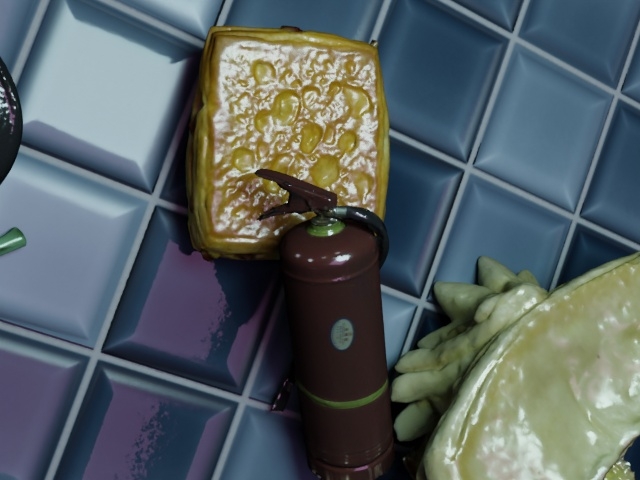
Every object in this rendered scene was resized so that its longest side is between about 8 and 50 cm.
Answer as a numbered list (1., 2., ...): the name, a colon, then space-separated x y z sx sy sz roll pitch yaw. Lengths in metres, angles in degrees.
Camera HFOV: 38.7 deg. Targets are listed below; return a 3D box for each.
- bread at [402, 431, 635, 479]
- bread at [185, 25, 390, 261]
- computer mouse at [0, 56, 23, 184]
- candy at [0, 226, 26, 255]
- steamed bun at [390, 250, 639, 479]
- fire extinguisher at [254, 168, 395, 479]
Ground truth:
1. bread: 0.230 0.282 1.039 0.260 0.134 0.129 21 64 18
2. bread: -0.034 -0.097 0.933 0.210 0.099 0.235 -1 97 -19
3. computer mouse: -0.302 -0.131 0.818 0.057 0.099 0.172 -17 102 -30
4. candy: -0.460 0.081 0.772 0.440 0.119 0.119 -24 102 -27
5. steamed bun: 0.220 0.138 0.976 0.247 0.189 0.428 45 69 -1
6. fire extinguisher: 0.004 0.085 0.905 0.141 0.105 0.341 -1 119 11
